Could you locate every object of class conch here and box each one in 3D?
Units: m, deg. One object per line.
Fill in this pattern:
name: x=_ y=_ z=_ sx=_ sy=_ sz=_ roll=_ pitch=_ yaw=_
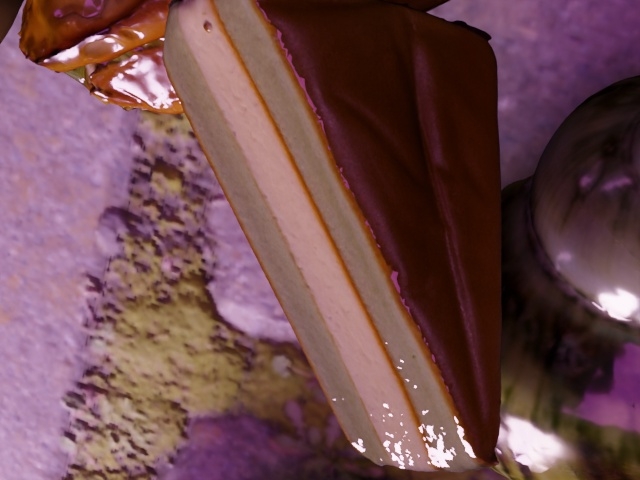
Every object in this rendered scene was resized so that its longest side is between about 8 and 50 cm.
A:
conch: x=0.120 y=0.022 z=0.404 sx=0.187 sy=0.124 sz=0.182 roll=-8 pitch=118 yaw=1

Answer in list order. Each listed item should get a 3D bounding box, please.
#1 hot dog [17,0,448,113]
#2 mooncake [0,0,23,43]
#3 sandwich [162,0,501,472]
hot dog: x=-0.005 y=-0.120 z=0.404 sx=0.269 sy=0.115 sz=0.072 roll=-19 pitch=74 yaw=21
mooncake: x=-0.331 y=-0.115 z=0.322 sx=0.467 sy=0.467 sz=0.262 roll=-16 pitch=100 yaw=22
sandwich: x=0.000 y=0.000 z=0.375 sx=0.079 sy=0.113 sz=0.163 roll=-9 pitch=77 yaw=52
